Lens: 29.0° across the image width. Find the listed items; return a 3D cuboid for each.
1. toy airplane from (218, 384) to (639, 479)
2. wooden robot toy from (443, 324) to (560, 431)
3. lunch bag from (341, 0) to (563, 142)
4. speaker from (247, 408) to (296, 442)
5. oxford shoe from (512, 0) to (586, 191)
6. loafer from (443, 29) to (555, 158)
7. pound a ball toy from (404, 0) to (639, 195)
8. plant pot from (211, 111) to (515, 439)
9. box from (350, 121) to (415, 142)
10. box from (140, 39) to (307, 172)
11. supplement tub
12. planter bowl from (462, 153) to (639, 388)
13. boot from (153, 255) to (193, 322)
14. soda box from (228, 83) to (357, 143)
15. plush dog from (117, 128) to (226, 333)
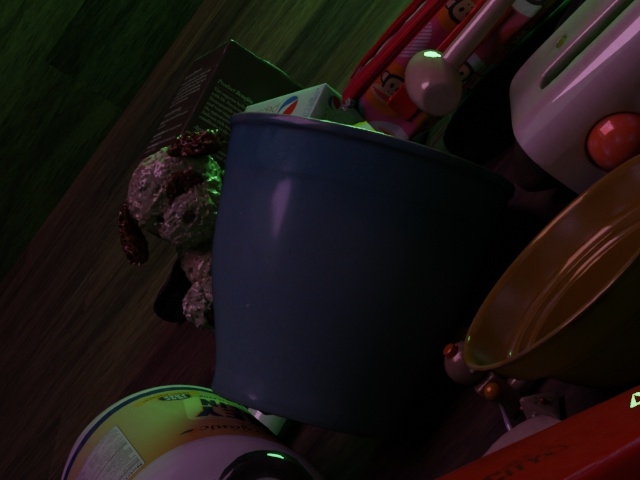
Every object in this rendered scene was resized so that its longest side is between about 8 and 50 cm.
[{"bbox_3d":[0.156,0.185,0.646,0.384,0.272,0.386,-18,8,41],"label":"toy airplane"},{"bbox_3d":[0.136,0.096,1.015,0.076,0.079,0.173,-55,21,10],"label":"wooden robot toy"},{"bbox_3d":[0.153,-0.224,1.286,0.293,0.120,0.258,-44,4,39],"label":"lunch bag"},{"bbox_3d":[-0.039,0.167,1.359,0.136,0.055,0.055,-60,20,-4],"label":"speaker"},{"bbox_3d":[0.228,-0.145,1.152,0.227,0.083,0.096,-62,9,-21],"label":"oxford shoe"},{"bbox_3d":[0.196,-0.149,1.280,0.170,0.062,0.061,-42,3,30],"label":"loafer"},{"bbox_3d":[0.238,-0.155,0.951,0.319,0.208,0.135,-45,23,30],"label":"pound a ball toy"},{"bbox_3d":[0.019,0.042,1.145,0.272,0.272,0.255,5,81,68],"label":"plant pot"},{"bbox_3d":[0.038,-0.105,1.511,0.179,0.043,0.105,-21,22,45],"label":"box"},{"bbox_3d":[-0.147,-0.174,1.943,0.167,0.168,0.203,-12,49,63],"label":"box"},{"bbox_3d":[-0.103,0.268,1.110,0.228,0.228,0.316,-60,20,-5],"label":"supplement tub"},{"bbox_3d":[0.209,0.039,0.879,0.217,0.090,0.217,-47,7,8],"label":"planter bowl"},{"bbox_3d":[-0.185,0.020,1.903,0.198,0.077,0.137,-42,20,35],"label":"boot"},{"bbox_3d":[-0.040,-0.161,1.776,0.216,0.074,0.069,-5,55,56],"label":"soda box"},{"bbox_3d":[-0.151,-0.042,1.678,0.262,0.225,0.210,-53,21,15],"label":"plush dog"}]
